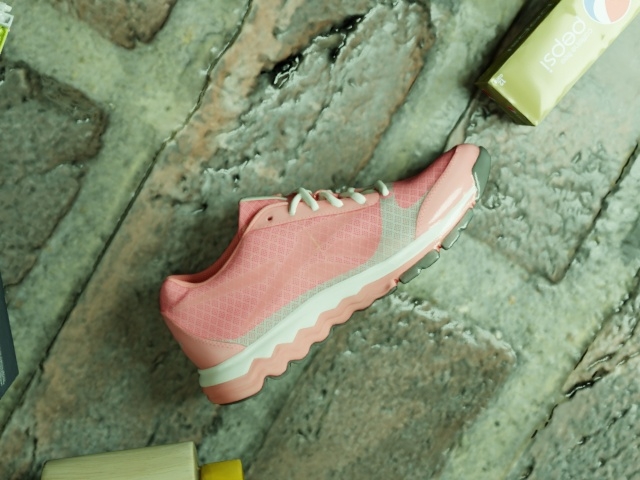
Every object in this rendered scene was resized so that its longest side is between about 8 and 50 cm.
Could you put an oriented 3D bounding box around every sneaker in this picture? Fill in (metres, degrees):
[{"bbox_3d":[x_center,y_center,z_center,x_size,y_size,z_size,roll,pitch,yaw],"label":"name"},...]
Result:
[{"bbox_3d":[0.000,0.000,1.080,0.314,0.116,0.136,-38,95,1],"label":"sneaker"}]

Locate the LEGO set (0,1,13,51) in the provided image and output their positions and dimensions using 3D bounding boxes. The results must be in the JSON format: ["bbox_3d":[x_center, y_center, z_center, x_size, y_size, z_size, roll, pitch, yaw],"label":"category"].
[{"bbox_3d":[-0.288,-0.226,1.041,0.107,0.132,0.287,20,88,-14],"label":"LEGO set"}]

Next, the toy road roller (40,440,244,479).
[{"bbox_3d":[-0.144,0.345,1.039,0.202,0.240,0.329,-8,96,-3],"label":"toy road roller"}]

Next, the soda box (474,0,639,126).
[{"bbox_3d":[0.216,-0.181,1.102,0.058,0.061,0.181,41,92,-7],"label":"soda box"}]

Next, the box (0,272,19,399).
[{"bbox_3d":[-0.333,0.088,1.020,0.153,0.207,0.108,-9,96,-2],"label":"box"}]
